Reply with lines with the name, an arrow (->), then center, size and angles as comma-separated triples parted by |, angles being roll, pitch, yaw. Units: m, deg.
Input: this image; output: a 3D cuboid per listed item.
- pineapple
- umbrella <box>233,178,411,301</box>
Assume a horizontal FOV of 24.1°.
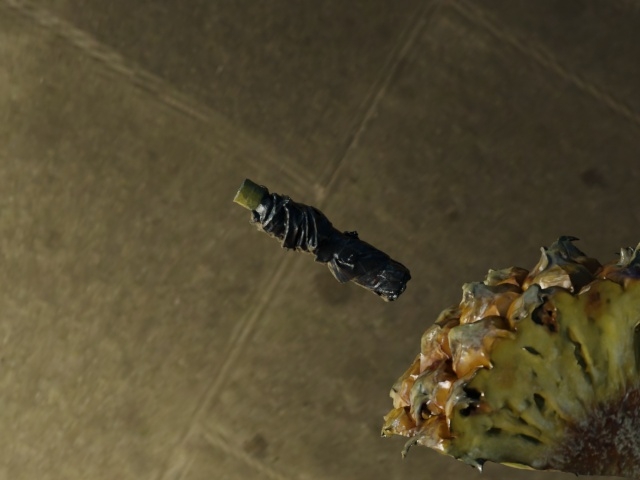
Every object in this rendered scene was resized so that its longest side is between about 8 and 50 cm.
pineapple -> 0.188, 0.071, 1.267 | 0.344, 0.286, 0.209 | 7, 96, -25
umbrella -> 0.000, 0.000, 1.114 | 0.144, 0.037, 0.040 | 30, 32, -4
